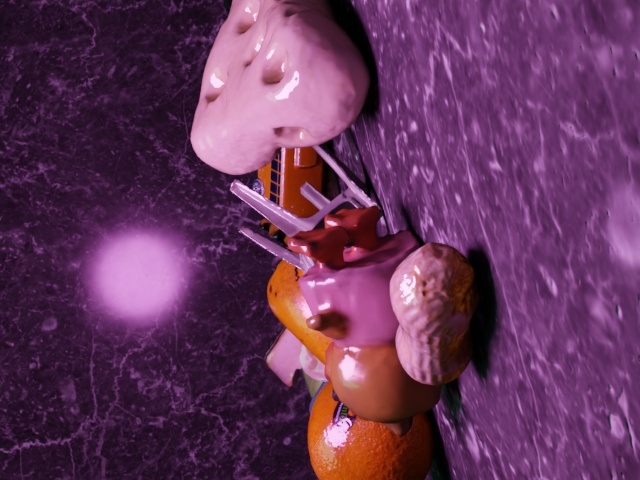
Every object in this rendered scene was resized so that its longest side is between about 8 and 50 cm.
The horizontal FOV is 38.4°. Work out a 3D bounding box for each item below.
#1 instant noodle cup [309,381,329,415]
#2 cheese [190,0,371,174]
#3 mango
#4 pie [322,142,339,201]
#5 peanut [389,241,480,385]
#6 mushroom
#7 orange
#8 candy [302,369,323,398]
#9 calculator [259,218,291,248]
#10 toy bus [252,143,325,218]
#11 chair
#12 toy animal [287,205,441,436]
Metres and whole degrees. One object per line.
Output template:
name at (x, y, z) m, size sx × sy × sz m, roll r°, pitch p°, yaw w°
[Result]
instant noodle cup at (0.053, 0.321, 1.886) m, size 0.179 × 0.070 × 0.157 m, roll -60°, pitch 20°, yaw 14°
cheese at (-0.043, -0.280, 1.258) m, size 0.351 × 0.129 × 0.328 m, roll -18°, pitch 58°, yaw 56°
mango at (0.013, 0.125, 1.607) m, size 0.290 × 0.160 × 0.191 m, roll 53°, pitch 177°, yaw 34°
pie at (-0.026, -0.129, 1.780) m, size 0.257 × 0.105 × 0.274 m, roll 128°, pitch 126°, yaw -64°
peanut at (0.113, 0.076, 0.916) m, size 0.207 × 0.087 × 0.087 m, roll 83°, pitch 171°, yaw -54°
mushroom at (0.021, 0.196, 1.881) m, size 0.162 × 0.173 × 0.236 m, roll 43°, pitch 123°, yaw 17°
orange at (0.072, 0.288, 1.352) m, size 0.206 × 0.206 × 0.206 m, roll 165°, pitch 90°, yaw -84°
candy at (0.021, 0.281, 2.198) m, size 0.142 × 0.132 × 0.343 m, roll -54°, pitch 33°, yaw 22°
calculator at (-0.016, -0.005, 1.610) m, size 0.236 × 0.157 × 0.033 m, roll 28°, pitch 108°, yaw 62°
toy bus at (-0.053, -0.141, 1.629) m, size 0.114 × 0.098 × 0.201 m, roll 29°, pitch 122°, yaw 51°
chair at (0.000, 0.000, 1.385) m, size 0.274 × 0.190 × 0.203 m, roll 40°, pitch 159°, yaw 25°
toy animal at (0.069, 0.107, 1.128) m, size 0.169 × 0.195 × 0.281 m, roll 8°, pitch 114°, yaw 40°
